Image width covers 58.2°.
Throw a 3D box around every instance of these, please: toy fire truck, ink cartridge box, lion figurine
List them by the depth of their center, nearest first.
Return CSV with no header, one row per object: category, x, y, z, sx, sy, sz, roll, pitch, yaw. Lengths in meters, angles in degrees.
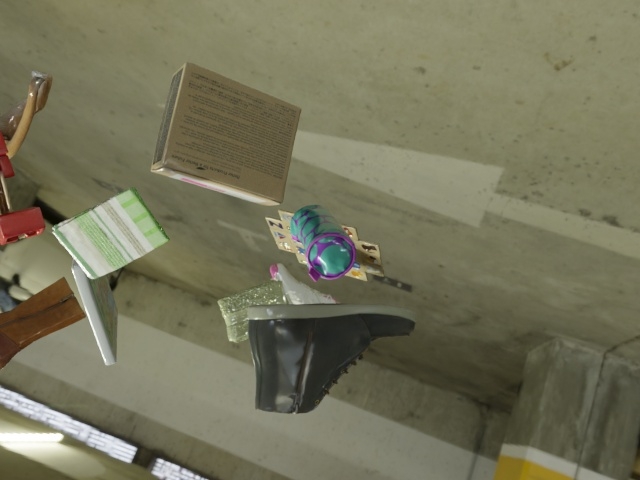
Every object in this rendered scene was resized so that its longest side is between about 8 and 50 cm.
toy fire truck,-0.403,-0.066,0.715,0.047,0.135,0.192,-22,-167,-34
lion figurine,-0.636,-0.210,0.996,0.392,0.240,0.142,18,-172,24
ink cartridge box,-0.169,-0.186,1.051,0.235,0.193,0.088,16,172,-30

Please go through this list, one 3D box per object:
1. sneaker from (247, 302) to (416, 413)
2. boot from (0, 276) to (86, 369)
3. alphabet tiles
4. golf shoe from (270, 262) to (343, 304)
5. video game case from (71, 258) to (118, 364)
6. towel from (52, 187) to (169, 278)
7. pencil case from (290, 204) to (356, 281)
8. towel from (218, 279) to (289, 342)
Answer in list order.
sneaker,0.016,0.132,0.668,0.222,0.118,0.083,3,173,-30
boot,-0.728,0.162,1.343,0.264,0.280,0.096,36,151,36
alphabet tiles,0.014,0.017,1.640,0.343,0.011,0.285,14,152,21
golf shoe,-0.021,0.174,1.571,0.306,0.140,0.115,56,-178,-10
video game case,-0.426,0.098,1.100,0.023,0.212,0.193,-14,-153,-12
towel,-0.341,-0.011,0.943,0.113,0.152,0.023,61,-175,-28
pencil case,0.000,0.000,0.776,0.064,0.070,0.151,49,-177,-19
towel,-0.141,0.152,1.253,0.148,0.110,0.027,-17,174,-6
